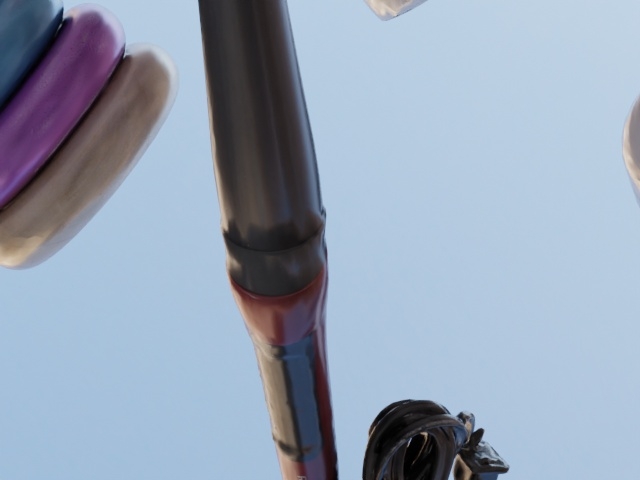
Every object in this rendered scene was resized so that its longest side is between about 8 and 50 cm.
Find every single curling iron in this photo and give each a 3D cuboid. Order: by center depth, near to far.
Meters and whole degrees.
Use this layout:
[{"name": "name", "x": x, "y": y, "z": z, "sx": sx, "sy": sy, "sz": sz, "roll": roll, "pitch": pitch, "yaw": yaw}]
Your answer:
[{"name": "curling iron", "x": 0.000, "y": 0.000, "z": 0.566, "sx": 0.068, "sy": 0.274, "sz": 0.035, "roll": -24, "pitch": -140, "yaw": -9}]

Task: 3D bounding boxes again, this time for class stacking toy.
[{"name": "stacking toy", "x": -0.234, "y": -0.135, "z": 0.992, "sx": 0.141, "sy": 0.330, "sz": 0.141, "roll": -46, "pitch": -164, "yaw": 17}]

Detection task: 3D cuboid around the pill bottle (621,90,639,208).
[{"name": "pill bottle", "x": 0.316, "y": 0.055, "z": 1.110, "sx": 0.204, "sy": 0.361, "sz": 0.204, "roll": -19, "pitch": -148, "yaw": 12}]

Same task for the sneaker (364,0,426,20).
[{"name": "sneaker", "x": 0.075, "y": -0.289, "z": 0.927, "sx": 0.323, "sy": 0.130, "sz": 0.236, "roll": -43, "pitch": -82, "yaw": 4}]
